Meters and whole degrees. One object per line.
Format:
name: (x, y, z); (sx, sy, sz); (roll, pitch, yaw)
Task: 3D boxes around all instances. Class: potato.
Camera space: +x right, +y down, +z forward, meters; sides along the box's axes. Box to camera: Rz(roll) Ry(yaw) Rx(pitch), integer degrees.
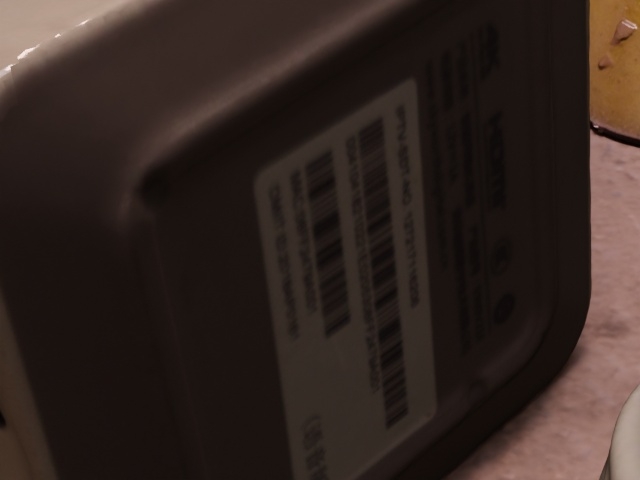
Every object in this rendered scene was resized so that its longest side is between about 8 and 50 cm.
potato: (0.249, -0.170, 1.125); (0.182, 0.117, 0.202); (21, 45, 25)

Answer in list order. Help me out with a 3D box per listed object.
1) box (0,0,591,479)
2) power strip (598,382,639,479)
box: (0.000, 0.000, 0.741); (0.090, 0.367, 0.373); (28, 50, 37)
power strip: (0.261, 0.182, 0.579); (0.358, 0.161, 0.357); (10, 25, -5)
